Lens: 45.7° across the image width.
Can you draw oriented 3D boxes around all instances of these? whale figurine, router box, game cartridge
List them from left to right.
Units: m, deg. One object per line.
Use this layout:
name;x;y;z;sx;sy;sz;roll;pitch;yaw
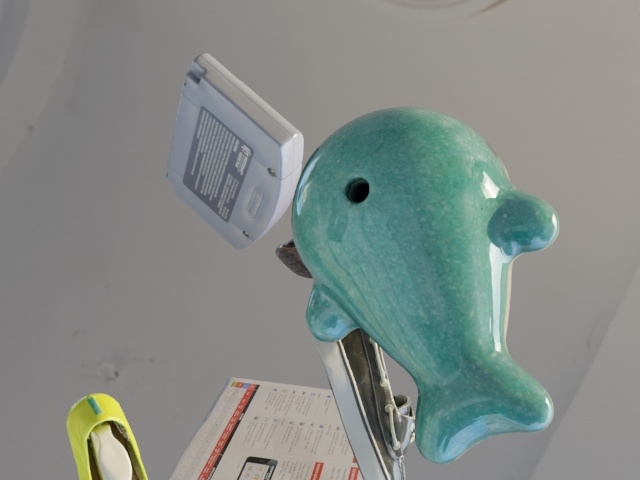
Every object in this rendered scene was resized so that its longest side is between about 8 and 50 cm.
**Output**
game cartridge;-0.127;-0.109;1.099;0.198;0.297;0.062;38;-123;4
router box;-0.041;0.334;1.134;0.302;0.082;0.335;6;-161;10
whale figurine;0.072;0.023;0.569;0.216;0.141;0.271;-25;-114;21

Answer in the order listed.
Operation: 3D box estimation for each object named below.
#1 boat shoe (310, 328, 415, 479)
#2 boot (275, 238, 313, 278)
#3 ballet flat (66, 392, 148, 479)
boat shoe;0.059;0.176;0.723;0.070;0.219;0.078;-20;-169;-4
boot;0.000;0.000;1.289;0.106;0.082;0.219;-49;-166;-21
ballet flat;-0.209;0.272;0.795;0.077;0.230;0.077;-20;-165;-30
